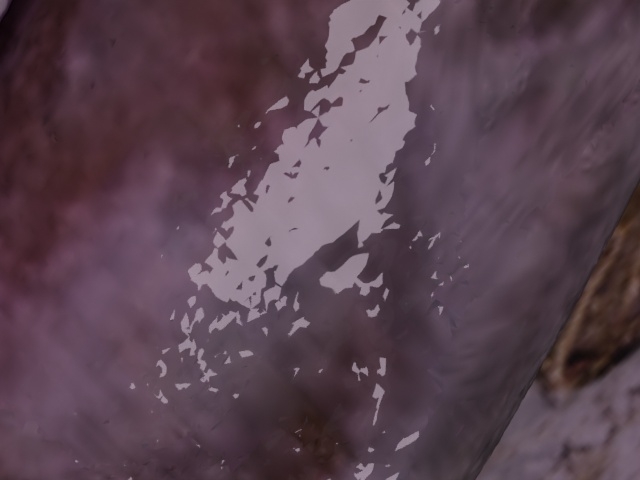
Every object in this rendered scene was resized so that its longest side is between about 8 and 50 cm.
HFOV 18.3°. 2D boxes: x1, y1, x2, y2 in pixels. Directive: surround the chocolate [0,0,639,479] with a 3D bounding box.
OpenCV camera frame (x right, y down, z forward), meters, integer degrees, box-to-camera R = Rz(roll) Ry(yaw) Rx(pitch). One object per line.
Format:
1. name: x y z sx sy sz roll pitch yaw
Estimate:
1. chocolate: 0.000 0.000 0.519 0.185 0.100 0.303 20 102 -35
